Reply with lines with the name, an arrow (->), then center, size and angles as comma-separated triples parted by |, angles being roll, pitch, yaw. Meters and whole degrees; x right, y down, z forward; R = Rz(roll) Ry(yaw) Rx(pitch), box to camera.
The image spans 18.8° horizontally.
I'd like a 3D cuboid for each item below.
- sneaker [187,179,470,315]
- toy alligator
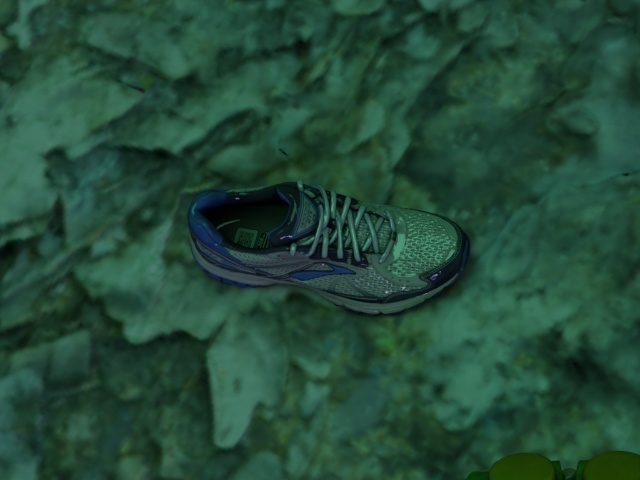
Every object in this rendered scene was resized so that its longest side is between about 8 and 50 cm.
sneaker -> 0.000, 0.000, 0.888 | 0.135, 0.058, 0.052 | 2, 69, 13
toy alligator -> 0.083, 0.116, 0.828 | 0.190, 0.056, 0.051 | -3, 25, 13
